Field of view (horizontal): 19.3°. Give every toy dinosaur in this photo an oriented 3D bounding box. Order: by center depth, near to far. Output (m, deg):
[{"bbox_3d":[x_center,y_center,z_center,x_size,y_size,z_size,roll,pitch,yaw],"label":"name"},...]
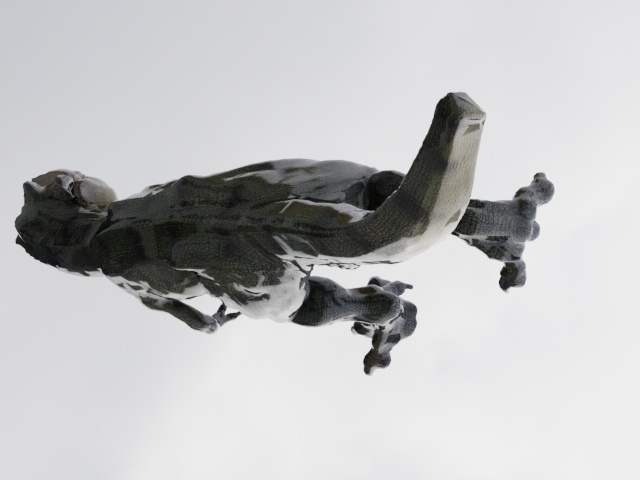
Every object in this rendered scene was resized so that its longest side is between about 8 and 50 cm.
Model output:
[{"bbox_3d":[0.000,0.000,0.590,0.268,0.118,0.064,-8,-109,54],"label":"toy dinosaur"}]
